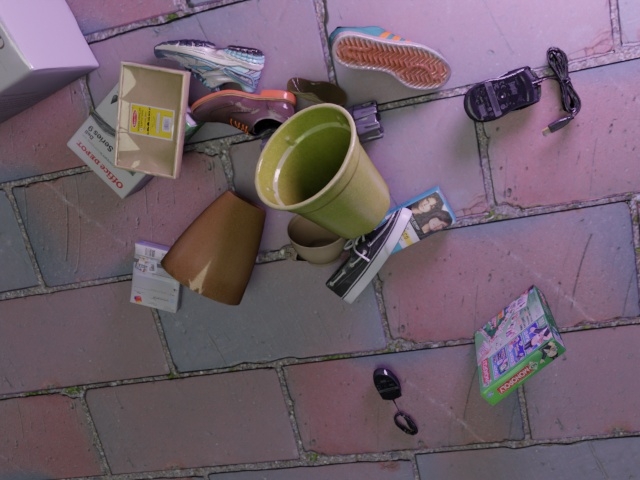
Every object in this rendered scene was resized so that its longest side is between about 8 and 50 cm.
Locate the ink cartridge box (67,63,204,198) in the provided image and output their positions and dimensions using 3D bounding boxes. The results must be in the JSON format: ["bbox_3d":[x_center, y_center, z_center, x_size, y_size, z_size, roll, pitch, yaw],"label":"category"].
[{"bbox_3d":[-0.482,-0.282,1.727,0.211,0.121,0.289,45,109,-6],"label":"ink cartridge box"}]

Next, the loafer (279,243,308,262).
[{"bbox_3d":[-0.054,0.039,1.793,0.125,0.039,0.045,7,109,8],"label":"loafer"}]

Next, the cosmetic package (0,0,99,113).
[{"bbox_3d":[-0.848,-0.483,1.625,0.394,0.327,0.329,-24,101,16],"label":"cosmetic package"}]

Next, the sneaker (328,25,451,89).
[{"bbox_3d":[0.166,-0.449,1.566,0.302,0.121,0.108,13,127,-16],"label":"sneaker"}]

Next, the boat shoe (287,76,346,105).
[{"bbox_3d":[-0.009,-0.369,1.657,0.153,0.048,0.056,11,84,0],"label":"boat shoe"}]

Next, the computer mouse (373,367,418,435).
[{"bbox_3d":[0.218,0.457,1.882,0.071,0.041,0.242,-18,110,24],"label":"computer mouse"}]

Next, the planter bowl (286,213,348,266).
[{"bbox_3d":[0.000,0.000,1.722,0.162,0.162,0.109,0,135,11],"label":"planter bowl"}]

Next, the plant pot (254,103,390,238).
[{"bbox_3d":[0.030,-0.135,1.558,0.276,0.276,0.254,-33,137,18],"label":"plant pot"}]

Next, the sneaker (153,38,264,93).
[{"bbox_3d":[-0.285,-0.432,1.652,0.283,0.110,0.122,11,113,7],"label":"sneaker"}]

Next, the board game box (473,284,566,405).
[{"bbox_3d":[0.475,0.246,1.612,0.046,0.317,0.213,43,110,-5],"label":"board game box"}]

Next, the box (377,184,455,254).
[{"bbox_3d":[0.218,-0.039,1.706,0.244,0.060,0.100,-27,101,18],"label":"box"}]

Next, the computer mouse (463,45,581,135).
[{"bbox_3d":[0.480,-0.324,1.569,0.262,0.060,0.184,-26,97,5],"label":"computer mouse"}]

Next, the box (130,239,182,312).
[{"bbox_3d":[-0.467,0.104,1.893,0.145,0.038,0.186,12,108,7],"label":"box"}]

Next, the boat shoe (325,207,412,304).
[{"bbox_3d":[0.115,0.024,1.656,0.105,0.113,0.306,34,125,1],"label":"boat shoe"}]

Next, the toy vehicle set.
[{"bbox_3d":[-0.418,-0.296,1.627,0.166,0.035,0.266,12,109,5],"label":"toy vehicle set"}]

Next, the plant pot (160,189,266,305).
[{"bbox_3d":[-0.257,0.003,1.742,0.237,0.237,0.254,30,94,0],"label":"plant pot"}]

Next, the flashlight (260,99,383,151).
[{"bbox_3d":[0.005,-0.255,1.659,0.304,0.103,0.103,-12,131,13],"label":"flashlight"}]

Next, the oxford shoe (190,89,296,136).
[{"bbox_3d":[-0.197,-0.314,1.652,0.271,0.097,0.098,-3,72,11],"label":"oxford shoe"}]
